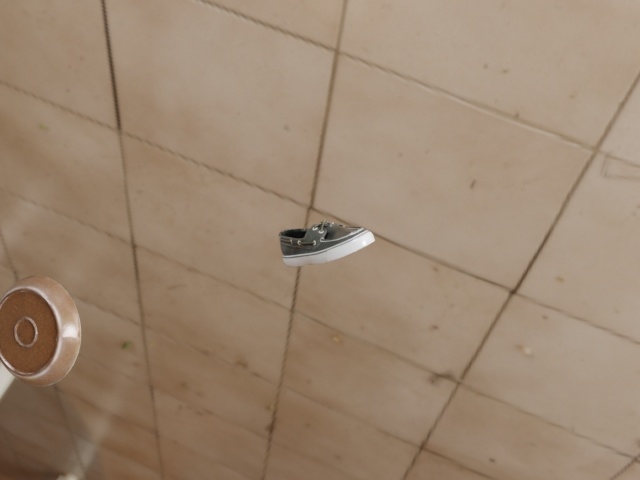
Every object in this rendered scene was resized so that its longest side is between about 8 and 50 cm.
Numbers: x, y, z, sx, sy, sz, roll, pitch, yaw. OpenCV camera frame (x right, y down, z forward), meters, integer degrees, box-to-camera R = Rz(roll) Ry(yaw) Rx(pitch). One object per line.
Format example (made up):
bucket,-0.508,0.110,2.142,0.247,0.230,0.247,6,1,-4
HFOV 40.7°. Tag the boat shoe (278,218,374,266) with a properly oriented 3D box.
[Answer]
boat shoe,0.000,0.000,0.918,0.142,0.049,0.040,-13,102,52

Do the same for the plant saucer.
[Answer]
plant saucer,-0.434,0.137,1.292,0.169,0.168,0.029,10,-175,25
